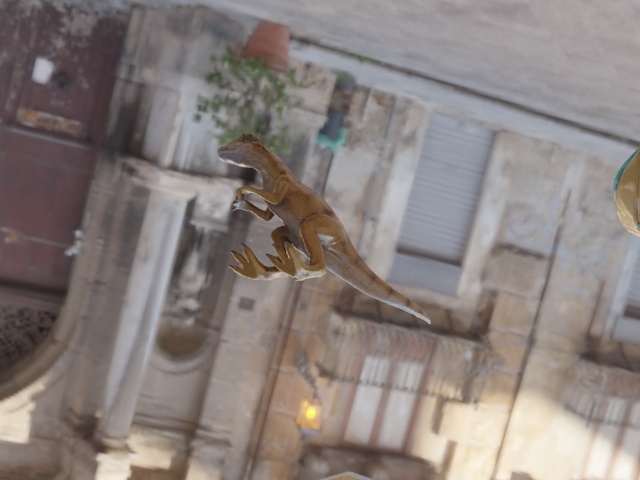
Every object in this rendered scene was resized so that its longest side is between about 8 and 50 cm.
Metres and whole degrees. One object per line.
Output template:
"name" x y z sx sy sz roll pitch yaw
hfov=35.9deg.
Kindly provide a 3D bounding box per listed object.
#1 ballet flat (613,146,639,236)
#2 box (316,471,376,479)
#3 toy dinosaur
"ballet flat" 0.257 -0.081 0.541 0.080 0.232 0.073 47 170 -34
"box" -0.036 0.188 0.436 0.203 0.114 0.103 -8 -175 -32
"toy dinosaur" 0.000 0.000 0.729 0.211 0.064 0.112 48 -134 2
